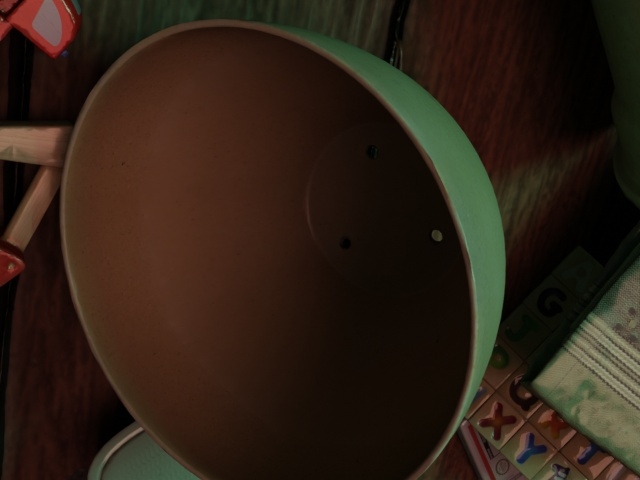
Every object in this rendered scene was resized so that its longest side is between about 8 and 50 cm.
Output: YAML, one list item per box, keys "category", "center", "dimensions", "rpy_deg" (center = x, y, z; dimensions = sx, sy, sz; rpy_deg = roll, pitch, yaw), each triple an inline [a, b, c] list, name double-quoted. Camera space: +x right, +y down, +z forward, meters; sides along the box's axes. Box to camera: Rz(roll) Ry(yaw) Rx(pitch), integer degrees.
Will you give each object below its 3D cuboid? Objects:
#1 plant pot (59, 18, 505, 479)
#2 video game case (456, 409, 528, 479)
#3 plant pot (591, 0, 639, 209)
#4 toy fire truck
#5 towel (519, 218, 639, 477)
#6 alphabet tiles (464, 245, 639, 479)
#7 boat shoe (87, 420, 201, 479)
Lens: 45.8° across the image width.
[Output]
- category: "plant pot"
  center: [0.000, 0.000, 0.496]
  dimensions: [0.191, 0.284, 0.284]
  rpy_deg: [-27, 129, -55]
- category: "video game case"
  center: [0.288, 0.180, 0.818]
  dimensions: [0.285, 0.025, 0.204]
  rpy_deg: [-31, 121, -9]
- category: "plant pot"
  center: [0.303, -0.228, 0.502]
  dimensions: [0.334, 0.334, 0.305]
  rpy_deg: [-36, 110, -6]
- category: "toy fire truck"
  center: [-0.203, -0.070, 0.475]
  dimensions: [0.192, 0.047, 0.135]
  rpy_deg: [-47, 122, -1]
- category: "towel"
  center: [0.382, 0.092, 0.655]
  dimensions: [0.324, 0.056, 0.312]
  rpy_deg: [38, 97, -7]
- category: "alphabet tiles"
  center: [0.264, 0.155, 0.713]
  dimensions: [0.237, 0.009, 0.198]
  rpy_deg: [44, 90, 12]
- category: "boat shoe"
  center: [-0.039, 0.139, 0.618]
  dimensions: [0.302, 0.091, 0.114]
  rpy_deg: [-20, 74, -14]
